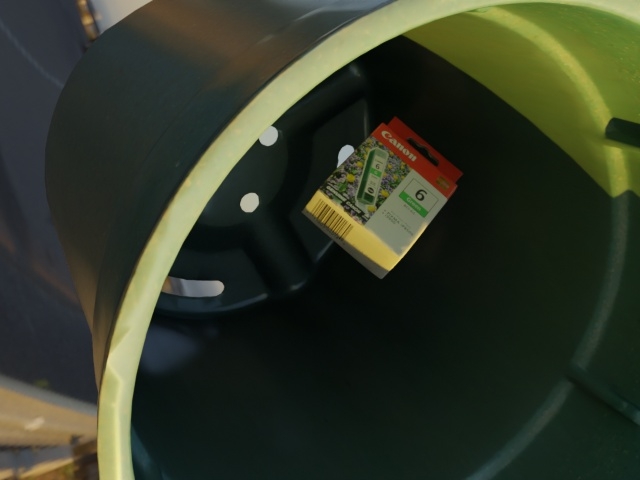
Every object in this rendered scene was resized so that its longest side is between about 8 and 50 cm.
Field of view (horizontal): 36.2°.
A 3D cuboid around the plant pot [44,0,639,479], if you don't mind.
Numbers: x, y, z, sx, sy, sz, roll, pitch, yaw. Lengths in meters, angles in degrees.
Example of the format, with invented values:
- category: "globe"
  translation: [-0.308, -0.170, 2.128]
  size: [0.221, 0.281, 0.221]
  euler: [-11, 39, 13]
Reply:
- category: "plant pot"
  translation: [0.000, 0.000, 0.561]
  size: [0.334, 0.341, 0.341]
  euler: [37, -30, 56]

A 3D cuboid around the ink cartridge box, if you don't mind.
- category: "ink cartridge box"
  translation: [0.046, -0.036, 0.596]
  size: [0.063, 0.115, 0.029]
  euler: [40, -39, 2]
